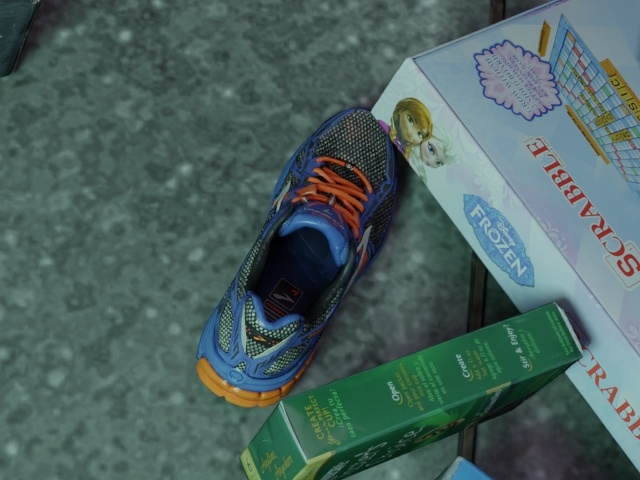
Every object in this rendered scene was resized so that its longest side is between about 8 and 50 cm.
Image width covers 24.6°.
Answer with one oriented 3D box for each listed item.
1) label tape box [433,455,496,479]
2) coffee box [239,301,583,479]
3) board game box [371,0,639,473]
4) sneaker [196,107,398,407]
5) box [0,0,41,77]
[{"bbox_3d":[0.077,0.325,0.750,0.249,0.115,0.347,35,62,2],"label":"label tape box"},{"bbox_3d":[0.050,0.098,0.858,0.184,0.113,0.040,-17,73,-24],"label":"coffee box"},{"bbox_3d":[0.246,-0.030,0.976,0.318,0.066,0.318,-25,72,-34],"label":"board game box"},{"bbox_3d":[0.000,0.000,0.905,0.083,0.087,0.221,25,57,-4],"label":"sneaker"},{"bbox_3d":[-0.412,-0.201,0.860,0.395,0.097,0.318,-18,71,-34],"label":"box"}]
